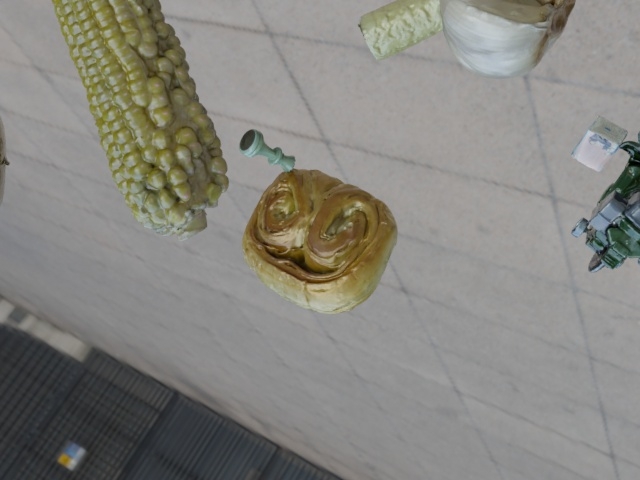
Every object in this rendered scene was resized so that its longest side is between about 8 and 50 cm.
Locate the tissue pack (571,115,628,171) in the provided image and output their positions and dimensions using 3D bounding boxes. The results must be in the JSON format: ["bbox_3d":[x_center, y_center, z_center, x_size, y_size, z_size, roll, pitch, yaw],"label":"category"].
[{"bbox_3d":[0.557,-0.192,1.685,0.074,0.059,0.094,30,148,9],"label":"tissue pack"}]

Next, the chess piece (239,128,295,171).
[{"bbox_3d":[-0.074,-0.128,1.244,0.093,0.042,0.042,27,168,-39],"label":"chess piece"}]

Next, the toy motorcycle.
[{"bbox_3d":[0.446,-0.053,1.179,0.124,0.275,0.187,38,122,4],"label":"toy motorcycle"}]

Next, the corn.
[{"bbox_3d":[-0.144,-0.139,0.631,0.086,0.086,0.288,-11,100,62],"label":"corn"}]

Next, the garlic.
[{"bbox_3d":[0.278,-0.348,1.330,0.203,0.281,0.185,25,142,16],"label":"garlic"}]

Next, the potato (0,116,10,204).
[{"bbox_3d":[-0.326,-0.068,0.706,0.137,0.176,0.137,32,-157,-15],"label":"potato"}]

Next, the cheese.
[{"bbox_3d":[0.165,-0.416,1.602,0.094,0.167,0.123,66,-164,-11],"label":"cheese"}]

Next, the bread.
[{"bbox_3d":[-0.001,0.003,1.256,0.236,0.198,0.120,27,175,31],"label":"bread"}]
